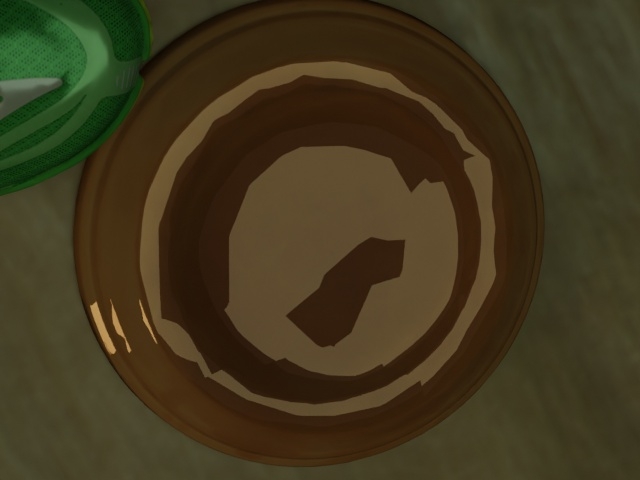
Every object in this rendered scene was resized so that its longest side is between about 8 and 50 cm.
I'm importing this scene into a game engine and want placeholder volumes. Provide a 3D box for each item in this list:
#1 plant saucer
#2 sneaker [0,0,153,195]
[{"bbox_3d":[0.000,0.000,0.724,0.200,0.037,0.200,-2,101,-13],"label":"plant saucer"},{"bbox_3d":[-0.205,-0.061,0.620,0.296,0.123,0.109,2,100,-14],"label":"sneaker"}]
